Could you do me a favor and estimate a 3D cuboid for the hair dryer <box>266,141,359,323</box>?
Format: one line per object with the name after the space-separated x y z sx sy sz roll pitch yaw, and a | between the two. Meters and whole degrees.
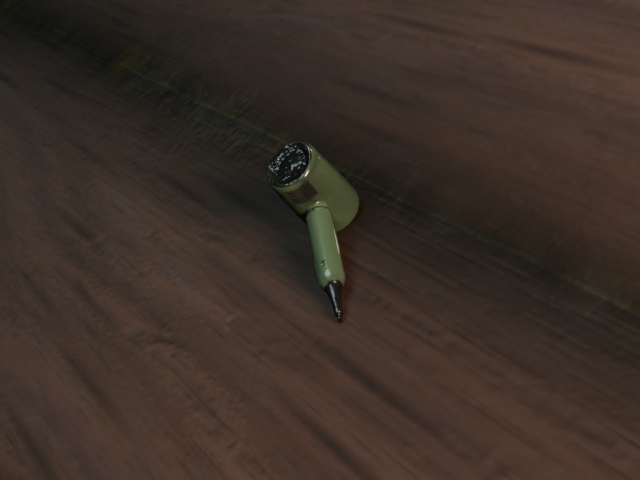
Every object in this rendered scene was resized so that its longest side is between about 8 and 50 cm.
0.000 0.000 0.895 0.047 0.071 0.150 -26 48 20 | hair dryer
